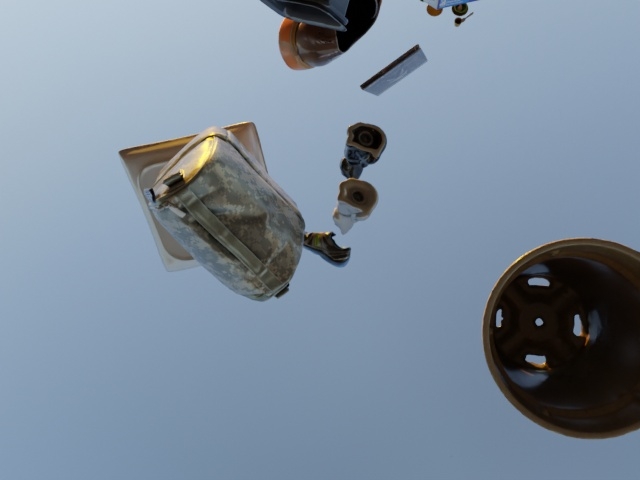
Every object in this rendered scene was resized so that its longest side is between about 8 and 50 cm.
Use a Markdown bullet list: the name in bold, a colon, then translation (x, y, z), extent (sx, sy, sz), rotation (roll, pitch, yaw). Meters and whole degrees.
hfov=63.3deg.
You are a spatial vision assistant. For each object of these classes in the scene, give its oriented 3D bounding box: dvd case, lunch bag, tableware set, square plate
- **dvd case**: translation (0.191, -0.428, 1.322), extent (0.164, 0.221, 0.018), rotation (-32, -89, 20)
- **lunch bag**: translation (-0.178, -0.046, 1.003), extent (0.212, 0.305, 0.256), rotation (-39, -154, 6)
- **tableware set**: translation (0.360, -0.682, 1.499), extent (0.104, 0.024, 0.154), rotation (-39, -98, 0)
- **square plate**: translation (-0.283, -0.087, 1.274), extent (0.346, 0.344, 0.049), rotation (-10, -156, 9)

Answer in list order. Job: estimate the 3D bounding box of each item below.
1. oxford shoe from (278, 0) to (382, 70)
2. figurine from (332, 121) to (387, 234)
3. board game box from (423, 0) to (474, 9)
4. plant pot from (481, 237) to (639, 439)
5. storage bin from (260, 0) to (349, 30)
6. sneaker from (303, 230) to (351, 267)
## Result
- **oxford shoe**: translation (0.069, -0.444, 0.952), extent (0.132, 0.130, 0.364), rotation (11, -118, 37)
- **figurine**: translation (0.077, -0.129, 1.198), extent (0.092, 0.209, 0.215), rotation (10, -104, -5)
- **board game box**: translation (0.427, -0.768, 1.287), extent (0.318, 0.318, 0.066), rotation (-21, -129, -19)
- **plant pot**: translation (0.460, 0.172, 1.012), extent (0.333, 0.305, 0.334), rotation (-1, -94, 8)
- **storage bin**: translation (-0.009, -0.380, 0.780), extent (0.135, 0.098, 0.091), rotation (27, -80, 31)
- **sneaker**: translation (0.000, 0.000, 1.403), extent (0.188, 0.067, 0.078), rotation (30, -78, 8)
